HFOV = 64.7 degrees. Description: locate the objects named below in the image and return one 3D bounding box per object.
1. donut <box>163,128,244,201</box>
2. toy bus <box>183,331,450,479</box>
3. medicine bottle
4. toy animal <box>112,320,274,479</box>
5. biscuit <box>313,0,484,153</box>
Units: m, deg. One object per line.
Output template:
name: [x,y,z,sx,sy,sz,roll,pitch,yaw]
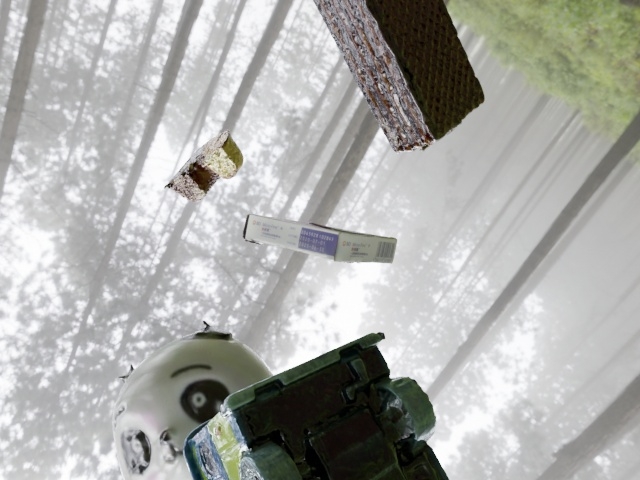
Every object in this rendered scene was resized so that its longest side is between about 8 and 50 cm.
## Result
donut: [-0.256,-0.181,1.211,0.085,0.217,0.141,45,-136,-24]
toy bus: [0.028,0.253,0.393,0.152,0.190,0.312,-16,-111,-34]
medicine bottle: [0.000,0.000,0.837,0.201,0.052,0.171,12,-176,40]
toy animal: [-0.143,0.279,0.722,0.309,0.251,0.251,57,-158,-11]
biscuit: [0.042,-0.281,0.517,0.107,0.073,0.388,-41,-71,-30]
